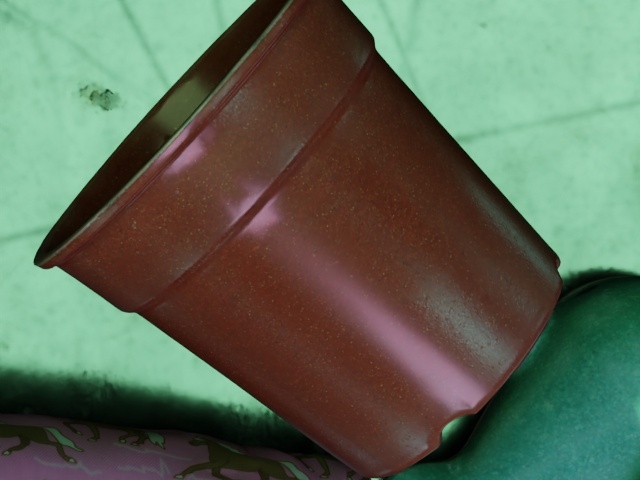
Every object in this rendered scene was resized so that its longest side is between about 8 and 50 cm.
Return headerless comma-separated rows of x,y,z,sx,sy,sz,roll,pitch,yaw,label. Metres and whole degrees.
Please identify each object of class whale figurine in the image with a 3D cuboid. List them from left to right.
0.179,0.141,1.275,0.272,0.141,0.216,-31,93,-2,whale figurine

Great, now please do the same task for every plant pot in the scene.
0.000,0.000,1.217,0.265,0.272,0.272,42,91,-10,plant pot

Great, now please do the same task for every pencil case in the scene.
-0.141,0.211,1.224,0.386,0.160,0.167,7,120,-17,pencil case
